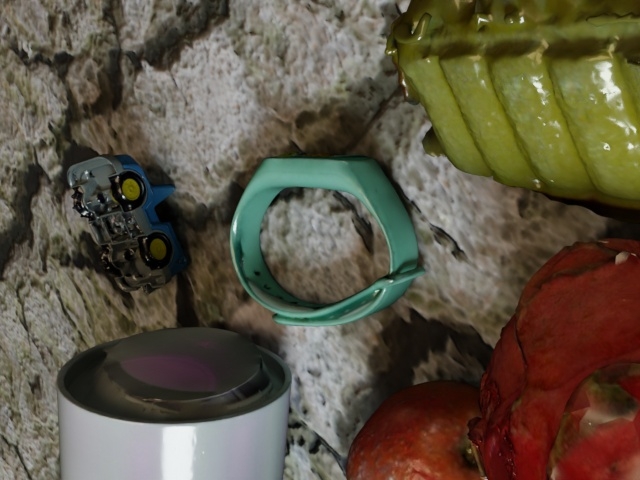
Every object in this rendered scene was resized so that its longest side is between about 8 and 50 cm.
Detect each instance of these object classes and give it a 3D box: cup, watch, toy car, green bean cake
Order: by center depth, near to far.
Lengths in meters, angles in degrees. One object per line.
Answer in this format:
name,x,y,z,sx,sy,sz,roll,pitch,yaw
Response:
green bean cake,0.213,-0.187,0.500,0.310,0.202,0.285,19,66,48
watch,0.000,0.000,0.776,0.237,0.068,0.195,4,99,36
cup,-0.170,0.299,0.818,0.253,0.253,0.371,12,104,34
toy car,-0.241,-0.028,0.932,0.097,0.100,0.191,-10,109,35

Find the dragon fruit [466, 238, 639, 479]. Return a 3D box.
dragon fruit,0.250,0.143,0.477,0.301,0.296,0.295,50,124,48

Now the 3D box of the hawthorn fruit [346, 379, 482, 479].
hawthorn fruit,0.116,0.215,0.663,0.173,0.173,0.172,5,98,35
